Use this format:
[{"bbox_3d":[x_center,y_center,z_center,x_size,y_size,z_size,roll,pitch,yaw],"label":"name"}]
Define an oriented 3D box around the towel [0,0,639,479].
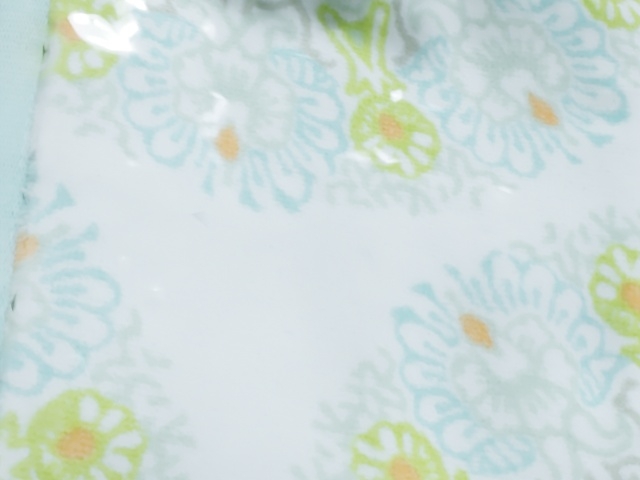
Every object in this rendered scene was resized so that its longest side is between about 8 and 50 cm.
[{"bbox_3d":[0.000,0.000,0.709,0.320,0.090,0.375,13,64,-15],"label":"towel"}]
